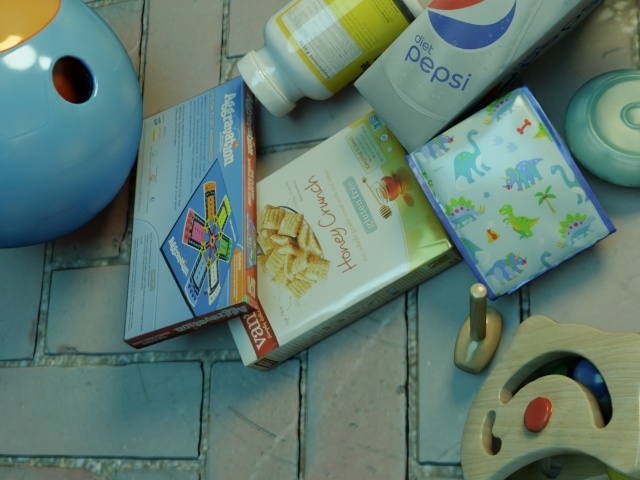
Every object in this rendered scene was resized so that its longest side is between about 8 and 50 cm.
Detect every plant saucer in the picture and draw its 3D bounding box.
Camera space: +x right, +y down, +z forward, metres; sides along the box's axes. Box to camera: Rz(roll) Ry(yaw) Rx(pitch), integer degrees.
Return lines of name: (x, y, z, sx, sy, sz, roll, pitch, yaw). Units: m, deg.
plant saucer: (0.278, -0.106, 0.836, 0.119, 0.021, 0.119, -2, 67, 5)

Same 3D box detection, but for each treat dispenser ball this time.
treat dispenser ball: (-0.333, -0.135, 0.994, 0.288, 0.288, 0.288, -6, 74, 23)

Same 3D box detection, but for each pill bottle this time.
pill bottle: (0.008, -0.209, 0.962, 0.184, 0.103, 0.103, -36, 65, 12)

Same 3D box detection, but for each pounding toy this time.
pounding toy: (0.164, 0.133, 0.742, 0.154, 0.155, 0.269, -68, 20, -7)

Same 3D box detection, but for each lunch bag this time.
lunch bag: (0.171, -0.040, 0.847, 0.129, 0.096, 0.151, -32, 75, 14)

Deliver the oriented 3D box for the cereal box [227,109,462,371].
cereal box: (0.000, 0.000, 0.941, 0.240, 0.047, 0.173, -31, 64, 14)

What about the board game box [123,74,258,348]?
board game box: (-0.131, -0.035, 0.977, 0.145, 0.027, 0.281, -20, 54, 25)

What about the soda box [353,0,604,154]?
soda box: (0.163, -0.200, 0.821, 0.091, 0.098, 0.286, 53, 127, 7)
